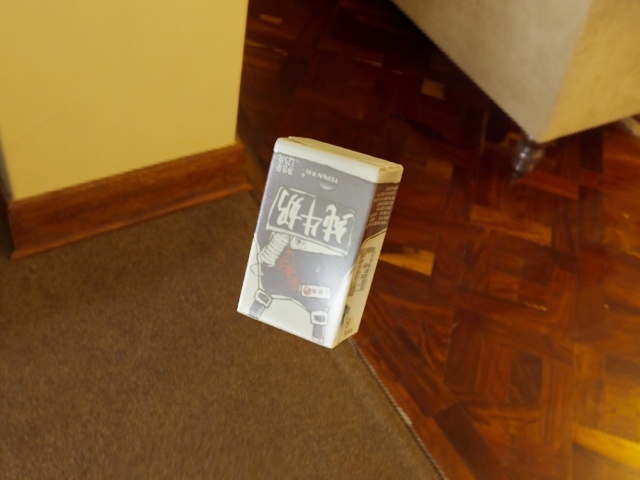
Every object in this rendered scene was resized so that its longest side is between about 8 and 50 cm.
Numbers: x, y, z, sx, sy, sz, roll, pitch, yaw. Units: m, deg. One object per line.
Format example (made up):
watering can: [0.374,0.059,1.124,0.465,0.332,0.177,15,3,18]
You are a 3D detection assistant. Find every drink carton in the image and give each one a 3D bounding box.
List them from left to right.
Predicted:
drink carton: [-0.001,0.000,0.884,0.134,0.223,0.102,18,13,18]
